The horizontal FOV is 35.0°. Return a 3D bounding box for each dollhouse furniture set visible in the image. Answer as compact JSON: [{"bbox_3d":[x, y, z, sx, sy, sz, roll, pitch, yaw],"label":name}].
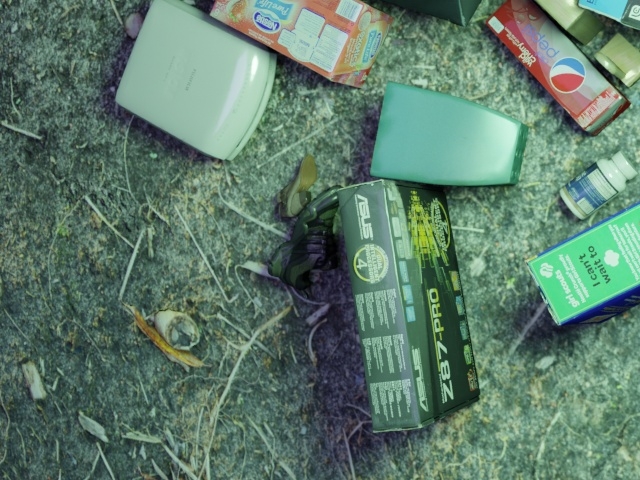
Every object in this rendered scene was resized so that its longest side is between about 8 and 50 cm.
[{"bbox_3d":[0.511,-0.477,1.614,0.355,0.174,0.303,-46,72,20],"label":"dollhouse furniture set"}]

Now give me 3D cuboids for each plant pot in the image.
[{"bbox_3d":[0.233,-0.169,1.768,0.234,0.166,0.165,12,96,18],"label":"plant pot"}]

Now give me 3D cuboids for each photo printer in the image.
[{"bbox_3d":[-0.241,-0.318,2.028,0.307,0.107,0.256,31,104,23],"label":"photo printer"}]

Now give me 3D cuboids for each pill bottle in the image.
[{"bbox_3d":[0.466,-0.094,1.697,0.120,0.067,0.067,-39,74,21],"label":"pill bottle"}]

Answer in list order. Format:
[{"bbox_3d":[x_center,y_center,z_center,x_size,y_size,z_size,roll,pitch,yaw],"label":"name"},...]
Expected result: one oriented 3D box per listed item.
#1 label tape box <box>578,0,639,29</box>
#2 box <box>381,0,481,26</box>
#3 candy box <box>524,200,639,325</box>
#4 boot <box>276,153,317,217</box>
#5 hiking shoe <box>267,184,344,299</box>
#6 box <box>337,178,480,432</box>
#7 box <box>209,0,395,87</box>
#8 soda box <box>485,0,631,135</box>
[{"bbox_3d":[0.590,-0.403,1.475,0.348,0.115,0.249,26,113,23],"label":"label tape box"},{"bbox_3d":[0.174,-0.559,1.716,0.294,0.183,0.296,23,69,23],"label":"box"},{"bbox_3d":[0.512,0.013,1.563,0.317,0.268,0.122,-32,73,23],"label":"candy box"},{"bbox_3d":[-0.050,-0.102,1.971,0.087,0.042,0.118,-23,52,44],"label":"boot"},{"bbox_3d":[0.000,0.000,1.935,0.114,0.086,0.227,37,110,5],"label":"hiking shoe"},{"bbox_3d":[0.154,0.102,1.716,0.097,0.318,0.395,-11,85,27],"label":"box"},{"bbox_3d":[-0.035,-0.419,1.905,0.300,0.142,0.154,31,103,24],"label":"box"},{"bbox_3d":[0.401,-0.300,1.714,0.083,0.092,0.263,-43,72,19],"label":"soda box"}]
